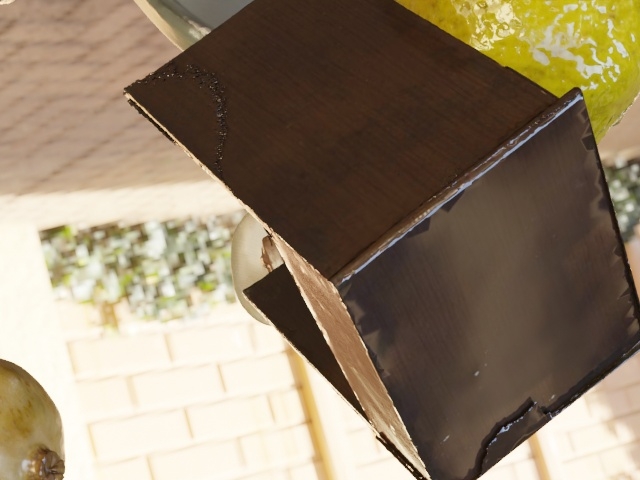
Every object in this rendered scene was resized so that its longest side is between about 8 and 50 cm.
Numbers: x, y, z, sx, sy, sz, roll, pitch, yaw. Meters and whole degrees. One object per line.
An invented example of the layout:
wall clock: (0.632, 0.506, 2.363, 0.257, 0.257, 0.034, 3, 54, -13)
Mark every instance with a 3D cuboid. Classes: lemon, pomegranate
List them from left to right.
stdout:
pomegranate: (-0.323, 0.200, 1.330, 0.196, 0.196, 0.196, -16, 169, -3)
lemon: (0.261, -0.267, 1.833, 0.350, 0.387, 0.350, -5, 169, -1)

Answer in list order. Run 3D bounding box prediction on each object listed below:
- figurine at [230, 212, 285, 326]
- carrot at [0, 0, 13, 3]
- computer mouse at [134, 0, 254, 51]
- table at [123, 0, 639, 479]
figurine: (0.028, 0.009, 1.462, 0.205, 0.185, 0.332, 22, 169, -9)
carrot: (-0.402, -0.413, 1.563, 0.100, 0.307, 0.258, -31, 176, 11)
computer mouse: (-0.101, -0.257, 1.280, 0.197, 0.331, 0.095, -1, 128, -37)
table: (0.046, -0.017, 0.995, 0.196, 0.282, 0.250, -38, 134, -11)
